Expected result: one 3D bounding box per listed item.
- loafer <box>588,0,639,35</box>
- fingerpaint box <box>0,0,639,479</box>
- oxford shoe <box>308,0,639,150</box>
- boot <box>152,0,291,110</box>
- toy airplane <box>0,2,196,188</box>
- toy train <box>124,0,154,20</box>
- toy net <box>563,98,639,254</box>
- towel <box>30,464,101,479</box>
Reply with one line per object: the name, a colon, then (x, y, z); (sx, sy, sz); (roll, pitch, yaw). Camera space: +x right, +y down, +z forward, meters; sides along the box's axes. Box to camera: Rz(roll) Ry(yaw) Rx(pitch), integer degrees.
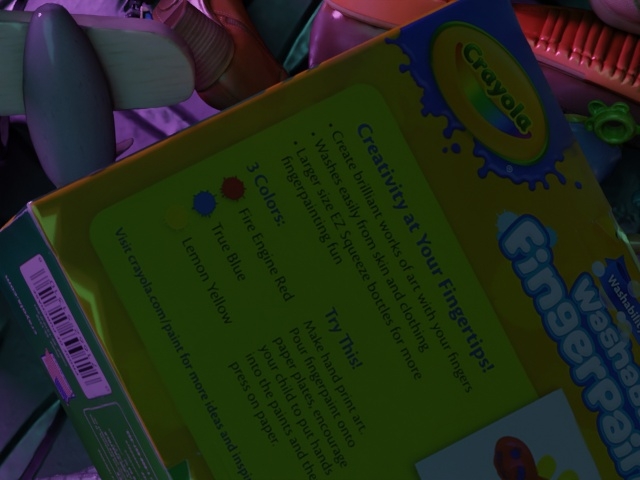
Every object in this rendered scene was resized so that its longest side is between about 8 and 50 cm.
loafer: (0.336, -0.178, 1.171); (0.269, 0.092, 0.102); (8, 90, 0)
fingerpaint box: (0.046, 0.108, 1.052); (0.371, 0.163, 0.444); (-29, 93, -25)
oxford shoe: (0.164, -0.115, 1.231); (0.364, 0.130, 0.132); (21, 116, 12)
boot: (-0.064, -0.153, 1.288); (0.152, 0.197, 0.073); (41, 119, -19)
toy airplane: (-0.343, -0.106, 1.165); (0.386, 0.384, 0.272); (-33, 42, 34)
toy train: (-0.149, -0.226, 1.353); (0.036, 0.027, 0.158); (1, 82, 2)
toy net: (0.268, -0.030, 1.166); (0.232, 0.122, 0.045); (30, 46, -15)
towel: (-0.135, 0.281, 1.189); (0.284, 0.121, 0.235); (-17, 83, 36)
